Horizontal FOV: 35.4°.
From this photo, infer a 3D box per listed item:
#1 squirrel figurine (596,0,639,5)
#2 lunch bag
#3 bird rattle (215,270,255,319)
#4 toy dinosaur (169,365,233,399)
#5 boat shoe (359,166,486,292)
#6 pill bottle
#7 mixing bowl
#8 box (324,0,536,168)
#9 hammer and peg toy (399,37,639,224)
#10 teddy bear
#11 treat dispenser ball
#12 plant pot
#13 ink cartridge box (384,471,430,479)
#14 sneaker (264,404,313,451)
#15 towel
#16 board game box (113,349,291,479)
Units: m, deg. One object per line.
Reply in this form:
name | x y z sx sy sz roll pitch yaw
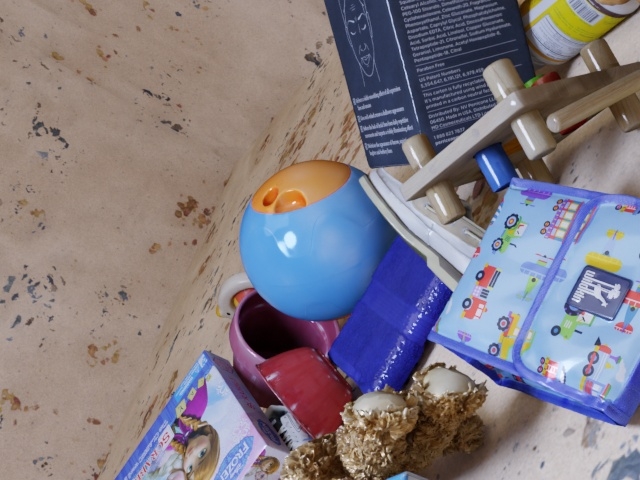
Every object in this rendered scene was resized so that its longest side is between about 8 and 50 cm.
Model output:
squirrel figurine | 0.390 -0.419 1.070 0.370 0.397 0.281 -57 17 -26
lunch bag | 0.287 0.067 1.070 0.221 0.138 0.293 -61 27 -8
bird rattle | -0.111 0.127 2.112 0.253 0.207 0.143 124 149 -54
toy dinosaur | -0.234 0.378 2.176 0.200 0.127 0.295 -42 28 33
boat shoe | 0.172 -0.018 1.427 0.103 0.113 0.302 -44 54 4
pill bottle | 0.377 -0.346 1.521 0.215 0.117 0.117 -37 27 56
mixing bowl | -0.013 0.240 1.636 0.098 0.181 0.181 -42 14 -3
box | 0.165 -0.332 1.613 0.212 0.395 0.293 -17 8 -14
hammer and peg toy | 0.277 -0.160 1.237 0.266 0.127 0.361 -18 -14 -35
teddy bear | 0.081 0.252 1.199 0.338 0.245 0.113 -48 61 44
treat dispenser ball | 0.000 0.000 1.772 0.288 0.288 0.288 -54 16 23
plant pot | -0.082 0.212 1.873 0.201 0.201 0.180 -75 6 -45
ink cartridge box | 0.047 0.411 1.109 0.307 0.129 0.223 -40 31 52
sneaker | -0.052 0.344 1.686 0.085 0.086 0.237 -61 15 4
towel | 0.141 0.098 1.564 0.308 0.076 0.228 -59 22 2
board game box | -0.215 0.399 1.726 0.318 0.066 0.318 -56 34 5
